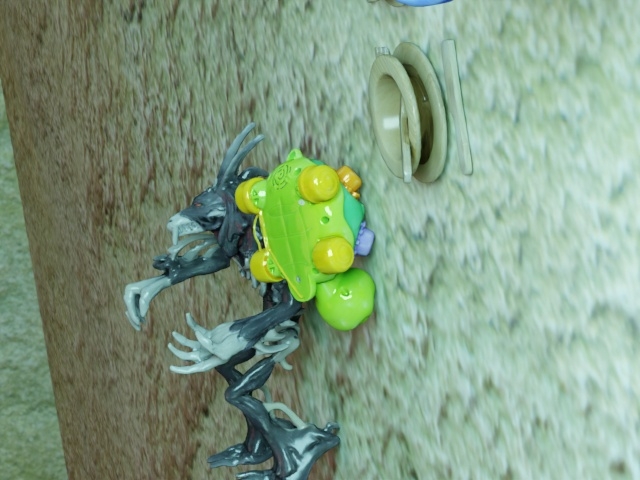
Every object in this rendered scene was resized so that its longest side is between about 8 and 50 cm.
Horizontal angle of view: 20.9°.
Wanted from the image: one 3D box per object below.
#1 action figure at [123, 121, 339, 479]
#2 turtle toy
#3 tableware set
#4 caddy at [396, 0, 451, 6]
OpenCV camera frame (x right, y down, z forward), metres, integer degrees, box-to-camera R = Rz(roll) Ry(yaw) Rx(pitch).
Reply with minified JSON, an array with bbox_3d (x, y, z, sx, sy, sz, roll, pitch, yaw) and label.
[{"bbox_3d":[-0.070,0.056,1.338,0.164,0.140,0.276,-145,43,-68],"label":"action figure"},{"bbox_3d":[0.000,0.000,1.189,0.095,0.066,0.130,-8,96,50],"label":"turtle toy"},{"bbox_3d":[0.037,-0.127,1.034,0.128,0.039,0.194,-169,69,-72],"label":"tableware set"},{"bbox_3d":[0.058,-0.255,0.645,0.241,0.179,0.341,-120,25,-49],"label":"caddy"}]
